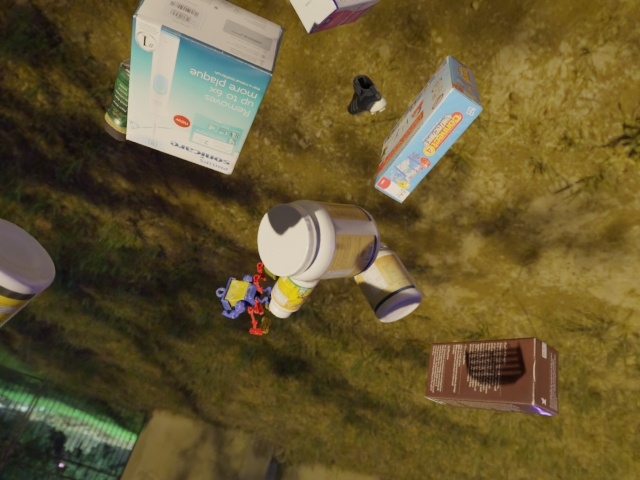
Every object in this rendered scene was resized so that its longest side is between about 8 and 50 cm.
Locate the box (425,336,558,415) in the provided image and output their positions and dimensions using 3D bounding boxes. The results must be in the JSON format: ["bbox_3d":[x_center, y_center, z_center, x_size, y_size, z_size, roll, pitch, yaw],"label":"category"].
[{"bbox_3d":[0.523,0.420,1.402,0.143,0.191,0.381,28,152,-27],"label":"box"}]

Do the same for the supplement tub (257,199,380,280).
[{"bbox_3d":[0.000,0.000,1.368,0.241,0.241,0.331,-7,175,41],"label":"supplement tub"}]

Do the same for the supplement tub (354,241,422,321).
[{"bbox_3d":[0.291,0.186,2.043,0.228,0.316,0.228,-20,147,-14],"label":"supplement tub"}]

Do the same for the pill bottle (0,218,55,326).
[{"bbox_3d":[-0.457,0.077,0.562,0.119,0.208,0.119,50,-178,-2],"label":"pill bottle"}]

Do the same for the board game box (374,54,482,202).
[{"bbox_3d":[0.277,-0.299,1.189,0.086,0.302,0.308,31,127,-9],"label":"board game box"}]

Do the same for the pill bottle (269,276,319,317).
[{"bbox_3d":[-0.096,0.167,1.515,0.117,0.118,0.208,24,127,-13],"label":"pill bottle"}]

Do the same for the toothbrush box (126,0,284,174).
[{"bbox_3d":[-0.219,-0.277,0.813,0.216,0.126,0.295,19,149,-17],"label":"toothbrush box"}]

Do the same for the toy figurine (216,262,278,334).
[{"bbox_3d":[-0.280,0.156,1.634,0.217,0.363,0.191,-1,140,17],"label":"toy figurine"}]

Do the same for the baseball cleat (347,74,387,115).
[{"bbox_3d":[0.115,-0.397,1.225,0.109,0.072,0.206,59,169,-22],"label":"baseball cleat"}]

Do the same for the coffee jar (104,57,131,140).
[{"bbox_3d":[-0.423,-0.314,1.016,0.079,0.096,0.184,39,128,-1],"label":"coffee jar"}]

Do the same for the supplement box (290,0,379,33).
[{"bbox_3d":[0.042,-0.622,1.145,0.111,0.220,0.114,-20,105,48],"label":"supplement box"}]
